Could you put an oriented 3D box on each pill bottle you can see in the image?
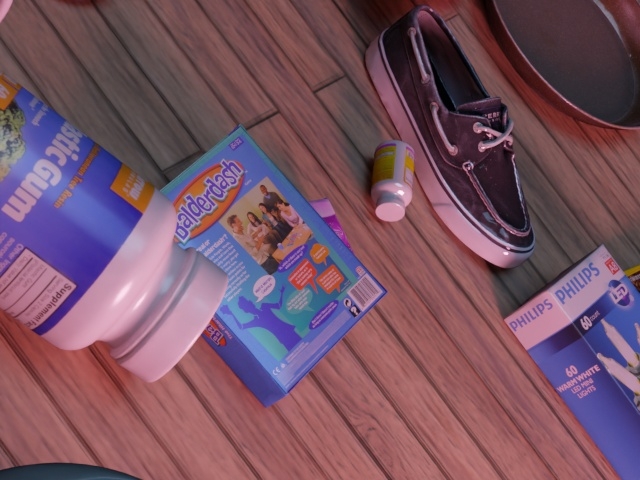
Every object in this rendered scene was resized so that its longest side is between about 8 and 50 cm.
[{"bbox_3d":[0.075,-0.061,1.534,0.043,0.043,0.083,27,48,-24],"label":"pill bottle"},{"bbox_3d":[-0.211,-0.009,1.176,0.272,0.152,0.152,37,44,-14],"label":"pill bottle"}]

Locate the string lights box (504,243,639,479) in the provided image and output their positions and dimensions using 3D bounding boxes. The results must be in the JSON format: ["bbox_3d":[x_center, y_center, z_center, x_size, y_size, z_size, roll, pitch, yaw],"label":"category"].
[{"bbox_3d":[0.325,0.148,1.578,0.260,0.077,0.133,54,44,3],"label":"string lights box"}]

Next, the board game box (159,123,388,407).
[{"bbox_3d":[-0.061,0.021,1.339,0.210,0.047,0.160,49,54,-2],"label":"board game box"}]

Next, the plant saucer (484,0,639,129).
[{"bbox_3d":[0.317,-0.264,1.876,0.310,0.050,0.310,22,50,-29],"label":"plant saucer"}]

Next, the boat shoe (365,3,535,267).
[{"bbox_3d":[0.160,-0.117,1.600,0.108,0.102,0.301,-12,70,-44],"label":"boat shoe"}]

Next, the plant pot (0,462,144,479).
[{"bbox_3d":[-0.180,0.276,0.945,0.293,0.235,0.293,21,51,-28],"label":"plant pot"}]

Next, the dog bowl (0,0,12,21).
[{"bbox_3d":[-0.366,-0.203,1.091,0.265,0.265,0.104,-7,69,-43],"label":"dog bowl"}]

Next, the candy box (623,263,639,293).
[{"bbox_3d":[0.425,0.066,1.756,0.206,0.027,0.105,-18,78,-45],"label":"candy box"}]

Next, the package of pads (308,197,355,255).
[{"bbox_3d":[0.000,0.000,1.437,0.050,0.032,0.083,-12,70,-41],"label":"package of pads"}]
